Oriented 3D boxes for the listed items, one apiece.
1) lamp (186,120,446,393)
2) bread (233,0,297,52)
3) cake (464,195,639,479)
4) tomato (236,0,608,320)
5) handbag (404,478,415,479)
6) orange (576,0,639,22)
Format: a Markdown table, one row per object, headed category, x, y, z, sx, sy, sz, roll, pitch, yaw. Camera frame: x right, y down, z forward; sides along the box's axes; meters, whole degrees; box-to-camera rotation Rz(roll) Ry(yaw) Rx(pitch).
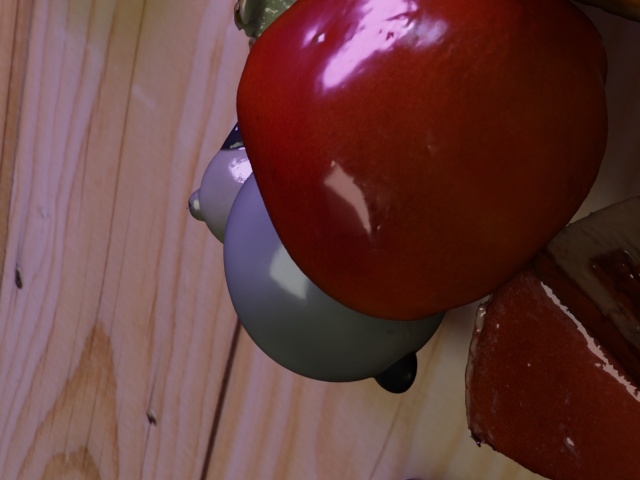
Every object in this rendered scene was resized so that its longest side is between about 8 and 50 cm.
| category | x | y | z | sx | sy | sz | roll | pitch | yaw |
| --- | --- | --- | --- | --- | --- | --- | --- | --- | --- |
| lamp | 0.000 | 0.000 | 1.332 | 0.244 | 0.198 | 0.198 | 44 | 139 | 51 |
| bread | 0.044 | -0.146 | 1.276 | 0.232 | 0.088 | 0.128 | 22 | 132 | 33 |
| cake | 0.234 | 0.073 | 1.099 | 0.262 | 0.158 | 0.159 | 17 | 121 | 42 |
| tomato | 0.057 | -0.079 | 1.087 | 0.260 | 0.180 | 0.260 | -27 | 46 | 31 |
| handbag | 0.061 | 0.320 | 1.448 | 0.146 | 0.135 | 0.225 | 29 | 124 | 39 |
| orange | 0.133 | -0.238 | 0.976 | 0.274 | 0.274 | 0.310 | 28 | 140 | 39 |
